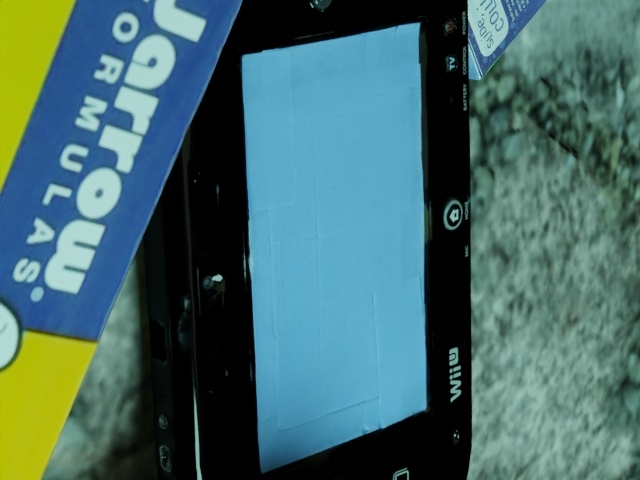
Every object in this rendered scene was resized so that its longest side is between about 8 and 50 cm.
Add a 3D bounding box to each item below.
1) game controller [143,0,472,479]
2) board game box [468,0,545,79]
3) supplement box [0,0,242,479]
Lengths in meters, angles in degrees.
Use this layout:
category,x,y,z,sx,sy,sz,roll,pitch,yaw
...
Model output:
category,x,y,z,sx,sy,sz,roll,pitch,yaw
game controller,0.000,0.000,0.730,0.166,0.067,0.319,-12,109,-32
board game box,0.064,-0.194,0.792,0.136,0.035,0.201,-49,131,-29
supplement box,-0.222,-0.052,0.343,0.356,0.195,0.194,16,100,-47
